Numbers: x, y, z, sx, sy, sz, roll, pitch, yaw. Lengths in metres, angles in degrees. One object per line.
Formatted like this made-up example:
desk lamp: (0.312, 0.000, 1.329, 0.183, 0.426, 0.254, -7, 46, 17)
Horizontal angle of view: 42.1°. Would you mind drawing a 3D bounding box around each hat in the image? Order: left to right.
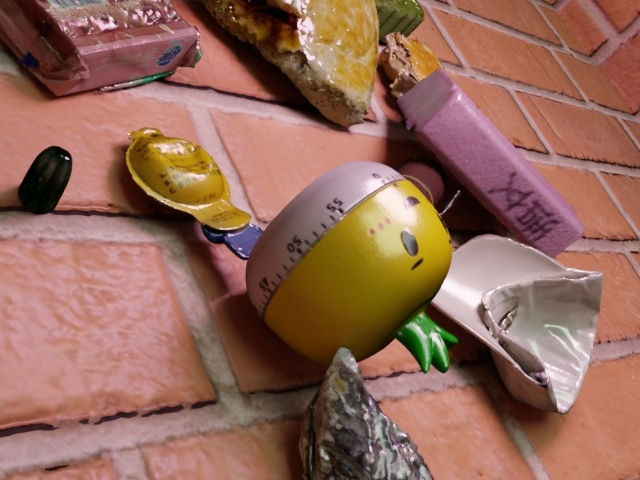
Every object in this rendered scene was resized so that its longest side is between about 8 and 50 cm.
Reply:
hat: (0.311, 0.141, 1.379, 0.301, 0.168, 0.258, 28, 53, 15)

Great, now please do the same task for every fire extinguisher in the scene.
fire extinguisher: (0.140, -0.041, 1.368, 0.341, 0.142, 0.105, -51, 135, -59)

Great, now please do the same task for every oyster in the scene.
oyster: (0.071, 0.294, 0.951, 0.162, 0.158, 0.350, 46, 21, -80)

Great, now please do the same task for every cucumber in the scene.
cucumber: (-0.312, -0.075, 0.952, 0.048, 0.105, 0.048, 18, 50, -24)

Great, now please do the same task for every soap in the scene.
soap: (-0.318, -0.308, 1.184, 0.218, 0.098, 0.273, 50, 34, 5)

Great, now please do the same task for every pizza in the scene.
pizza: (0.211, -0.329, 1.775, 0.223, 0.089, 0.323, 24, 38, -38)

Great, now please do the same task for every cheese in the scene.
cheese: (-0.164, -0.063, 1.105, 0.250, 0.064, 0.157, 44, 33, 17)

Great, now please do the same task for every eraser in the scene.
eraser: (0.317, -0.151, 1.581, 0.359, 0.122, 0.272, 44, 16, -16)

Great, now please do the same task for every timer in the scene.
timer: (0.069, 0.063, 1.054, 0.285, 0.285, 0.285, 28, 38, -25)

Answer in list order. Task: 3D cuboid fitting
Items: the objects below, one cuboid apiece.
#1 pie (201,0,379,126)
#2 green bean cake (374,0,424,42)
pie: (-0.026, -0.427, 1.560, 0.418, 0.180, 0.395, 49, 39, -18)
green bean cake: (0.102, -0.567, 1.869, 0.222, 0.125, 0.248, -3, 57, -47)
